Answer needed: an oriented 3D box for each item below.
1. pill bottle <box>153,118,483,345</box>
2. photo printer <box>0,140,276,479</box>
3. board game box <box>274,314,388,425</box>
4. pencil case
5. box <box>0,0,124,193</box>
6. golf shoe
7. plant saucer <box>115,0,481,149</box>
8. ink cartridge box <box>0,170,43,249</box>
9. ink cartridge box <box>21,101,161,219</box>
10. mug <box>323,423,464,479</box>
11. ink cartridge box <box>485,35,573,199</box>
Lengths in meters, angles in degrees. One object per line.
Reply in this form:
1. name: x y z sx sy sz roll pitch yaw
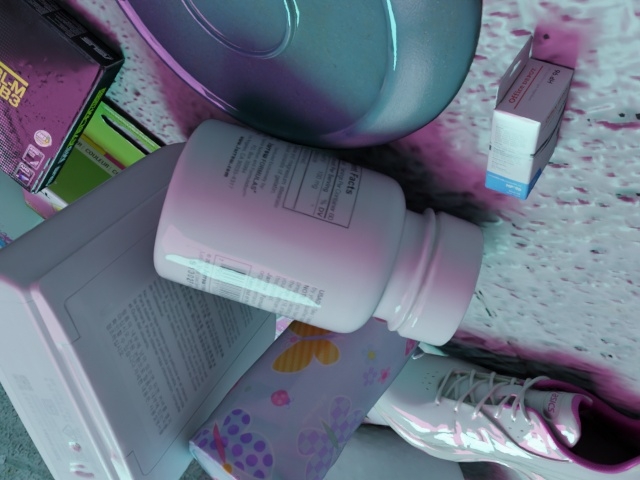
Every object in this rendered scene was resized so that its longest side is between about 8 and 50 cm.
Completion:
1. pill bottle: 0.000 0.000 0.510 0.229 0.131 0.131 18 154 -3
2. photo printer: -0.149 0.058 0.615 0.107 0.307 0.256 -1 119 25
3. board game box: -0.012 0.156 0.898 0.242 0.064 0.316 44 153 -14
4. pencil case: 0.006 0.124 0.595 0.113 0.273 0.124 23 148 38
5. box: -0.321 -0.172 0.660 0.191 0.045 0.184 41 123 -7
6. golf shoe: 0.188 0.168 0.645 0.306 0.115 0.140 20 140 17
7. plant saucer: -0.050 -0.173 0.429 0.317 0.043 0.317 28 154 16
8. ink cartridge box: -0.533 -0.022 0.969 0.226 0.306 0.131 -1 136 51
9. ink cartridge box: -0.278 -0.065 0.824 0.189 0.097 0.255 39 155 -4
10. mug: 0.032 0.390 0.987 0.374 0.328 0.276 -115 22 -76
11. ink cartridge box: 0.121 -0.070 0.379 0.028 0.048 0.083 24 152 24
